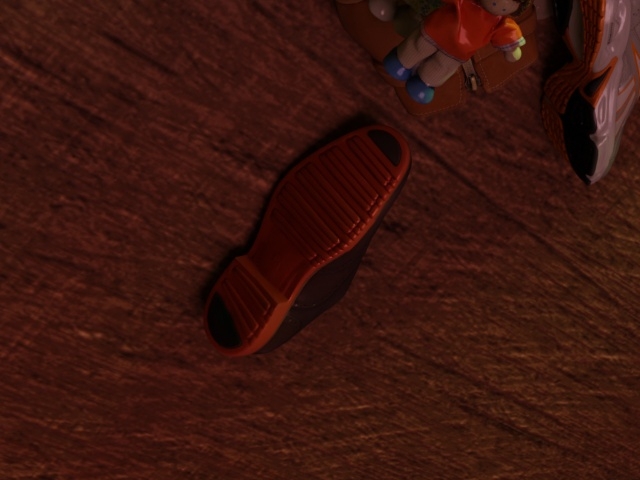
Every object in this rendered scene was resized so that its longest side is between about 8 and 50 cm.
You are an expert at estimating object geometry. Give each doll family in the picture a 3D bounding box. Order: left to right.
[{"bbox_3d":[0.054,-0.235,0.995,0.263,0.118,0.163,34,140,-13],"label":"doll family"}]

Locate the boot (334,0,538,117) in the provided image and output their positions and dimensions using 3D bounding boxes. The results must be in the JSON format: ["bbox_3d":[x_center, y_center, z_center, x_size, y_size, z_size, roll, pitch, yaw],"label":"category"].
[{"bbox_3d":[0.150,-0.227,1.119,0.283,0.109,0.220,-26,128,6],"label":"boot"}]

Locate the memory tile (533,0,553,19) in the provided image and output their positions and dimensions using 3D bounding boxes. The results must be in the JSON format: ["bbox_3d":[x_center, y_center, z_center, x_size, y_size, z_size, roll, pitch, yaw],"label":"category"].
[{"bbox_3d":[0.212,-0.249,1.209,0.148,0.012,0.113,-18,133,-10],"label":"memory tile"}]

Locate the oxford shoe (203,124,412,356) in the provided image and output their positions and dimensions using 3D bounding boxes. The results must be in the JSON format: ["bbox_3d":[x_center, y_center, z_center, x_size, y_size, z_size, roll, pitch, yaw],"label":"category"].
[{"bbox_3d":[0.000,0.000,1.285,0.271,0.097,0.098,-47,151,23],"label":"oxford shoe"}]

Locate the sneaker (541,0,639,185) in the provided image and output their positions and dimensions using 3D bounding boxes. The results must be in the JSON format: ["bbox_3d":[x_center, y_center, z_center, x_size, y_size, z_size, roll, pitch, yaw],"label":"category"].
[{"bbox_3d":[0.279,-0.159,1.253,0.121,0.099,0.262,-21,142,-14],"label":"sneaker"}]
